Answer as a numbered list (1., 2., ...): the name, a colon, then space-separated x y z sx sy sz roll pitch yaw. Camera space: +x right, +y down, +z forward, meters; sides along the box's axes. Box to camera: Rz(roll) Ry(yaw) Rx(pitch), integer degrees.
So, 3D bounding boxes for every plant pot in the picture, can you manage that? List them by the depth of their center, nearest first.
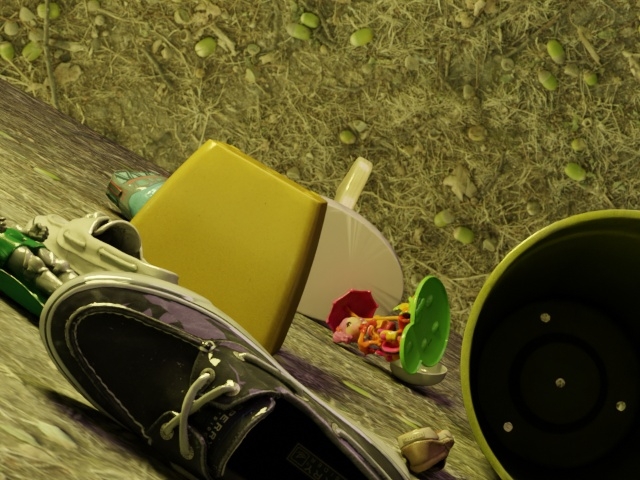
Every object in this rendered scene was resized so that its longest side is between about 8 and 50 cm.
1. plant pot: -0.102 0.000 1.723 0.212 0.187 0.212 29 3 2
2. plant pot: 0.327 0.169 1.871 0.366 0.366 0.353 30 -8 0

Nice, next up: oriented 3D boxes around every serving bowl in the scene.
1. serving bowl: 0.137 0.189 2.161 0.083 0.027 0.083 10 12 -2

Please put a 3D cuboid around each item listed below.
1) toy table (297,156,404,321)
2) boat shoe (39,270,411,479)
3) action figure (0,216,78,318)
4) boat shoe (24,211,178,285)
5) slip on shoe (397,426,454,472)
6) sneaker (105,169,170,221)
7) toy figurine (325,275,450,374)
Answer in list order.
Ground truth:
1. toy table: 0.000 0.000 2.299 0.274 0.252 0.161 41 17 -14
2. boat shoe: -0.064 0.123 1.039 0.301 0.108 0.102 37 2 -1
3. action figure: -0.272 0.009 1.318 0.232 0.063 0.137 27 6 22
4. boat shoe: -0.207 0.017 1.466 0.095 0.084 0.258 26 5 -42
5. slip on shoe: 0.112 0.219 1.560 0.135 0.051 0.041 46 25 -74
6. sneaker: -0.232 -0.065 2.295 0.125 0.104 0.262 29 3 21
7. toy figurine: 0.080 0.124 2.164 0.159 0.130 0.173 0 30 27
